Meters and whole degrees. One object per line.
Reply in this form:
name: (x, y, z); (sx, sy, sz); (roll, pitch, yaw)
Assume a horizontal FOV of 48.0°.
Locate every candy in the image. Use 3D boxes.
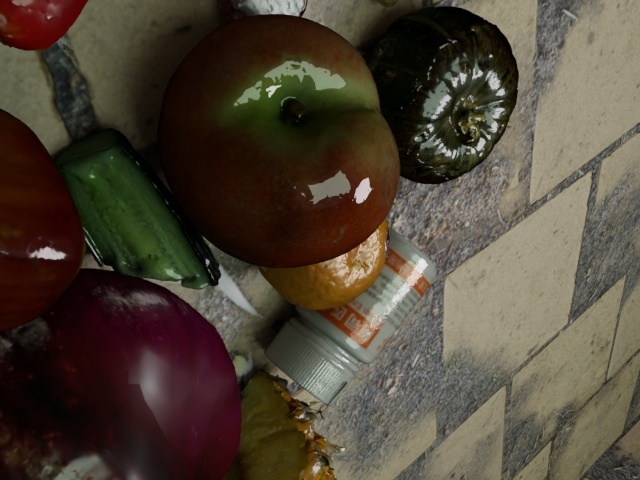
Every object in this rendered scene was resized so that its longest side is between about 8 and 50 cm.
candy: (-0.059, -0.261, 0.756); (0.103, 0.043, 0.103); (-26, 132, -33)

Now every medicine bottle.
medicine bottle: (0.043, 0.102, 1.033); (0.252, 0.144, 0.144); (-53, 141, -3)

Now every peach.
peach: (-0.046, -0.092, 0.727); (0.252, 0.252, 0.253); (-26, 132, -32)

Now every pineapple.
pineapple: (-0.052, 0.407, 1.030); (0.344, 0.286, 0.209); (-55, 141, 0)

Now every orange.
orange: (0.001, -0.001, 0.909); (0.177, 0.155, 0.178); (-31, 131, -43)

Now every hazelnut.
hazelnut: (-0.293, -0.023, 0.542); (0.180, 0.212, 0.181); (-27, 125, -30)

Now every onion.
onion: (-0.206, 0.230, 0.646); (0.398, 0.420, 0.399); (-26, 127, -39)

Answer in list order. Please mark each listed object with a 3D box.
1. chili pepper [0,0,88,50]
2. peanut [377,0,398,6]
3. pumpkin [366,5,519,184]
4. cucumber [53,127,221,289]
chili pepper: (-0.228, -0.217, 0.541); (0.338, 0.134, 0.131); (-63, 154, 5)
peanut: (0.096, -0.336, 0.861); (0.053, 0.054, 0.113); (0, 116, -46)
pumpkin: (0.159, -0.187, 0.940); (0.238, 0.159, 0.238); (-27, 137, -28)
cucumber: (-0.190, -0.029, 0.752); (0.193, 0.115, 0.086); (62, 25, -43)
